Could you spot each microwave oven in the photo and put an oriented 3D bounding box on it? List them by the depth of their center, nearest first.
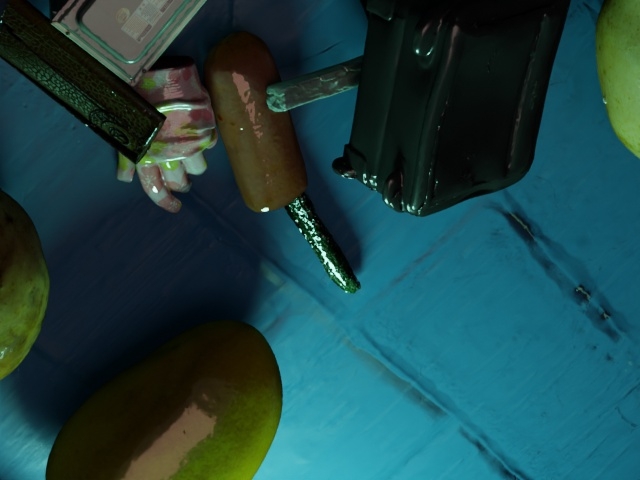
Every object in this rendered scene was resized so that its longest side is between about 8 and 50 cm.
[{"bbox_3d":[-0.221,-0.343,1.329,0.145,0.194,0.240,39,99,-22],"label":"microwave oven"}]

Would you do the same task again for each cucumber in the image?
[{"bbox_3d":[0.001,0.000,1.686,0.044,0.043,0.256,-31,124,3],"label":"cucumber"}]

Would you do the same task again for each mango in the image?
[{"bbox_3d":[-0.237,0.314,1.661,0.300,0.232,0.445,39,91,-28],"label":"mango"}]

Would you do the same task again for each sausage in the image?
[{"bbox_3d":[-0.096,-0.175,1.515,0.113,0.113,0.259,-21,120,-9],"label":"sausage"}]

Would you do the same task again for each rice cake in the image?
[{"bbox_3d":[0.024,-0.233,1.512,0.245,0.045,0.042,-25,114,-36],"label":"rice cake"}]

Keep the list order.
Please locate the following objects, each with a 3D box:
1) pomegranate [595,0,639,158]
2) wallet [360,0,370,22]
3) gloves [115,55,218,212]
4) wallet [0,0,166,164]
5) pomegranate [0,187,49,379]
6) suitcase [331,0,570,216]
[{"bbox_3d":[0.610,-0.280,1.565,0.417,0.416,0.416,-9,120,-16],"label":"pomegranate"},{"bbox_3d":[0.179,-0.454,1.512,0.323,0.041,0.247,-33,125,-8],"label":"wallet"},{"bbox_3d":[-0.217,-0.138,1.483,0.145,0.126,0.241,-12,117,-16],"label":"gloves"},{"bbox_3d":[-0.316,-0.202,1.360,0.243,0.133,0.039,39,57,-6],"label":"wallet"},{"bbox_3d":[-0.513,0.059,1.383,0.322,0.322,0.322,-9,120,-16],"label":"pomegranate"},{"bbox_3d":[0.203,-0.229,1.516,0.339,0.188,0.345,-20,130,-37],"label":"suitcase"}]
